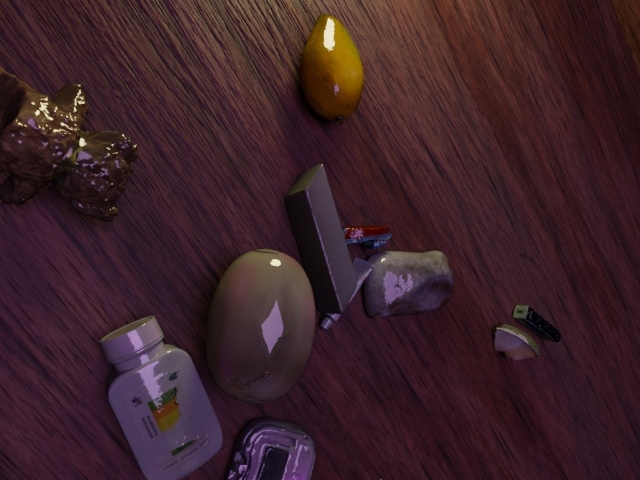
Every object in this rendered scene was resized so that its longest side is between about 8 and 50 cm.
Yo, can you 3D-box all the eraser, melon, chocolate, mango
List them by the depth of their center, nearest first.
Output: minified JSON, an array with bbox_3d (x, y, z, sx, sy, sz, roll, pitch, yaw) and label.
[{"bbox_3d":[-0.122,0.177,0.900,0.223,0.223,0.317,16,77,-29],"label":"melon"},{"bbox_3d":[0.001,0.000,1.058,0.077,0.111,0.352,-19,94,-33],"label":"eraser"},{"bbox_3d":[0.030,-0.444,1.125,0.176,0.119,0.317,7,72,-28],"label":"mango"},{"bbox_3d":[0.258,0.119,1.215,0.303,0.100,0.185,-2,89,-28],"label":"chocolate"},{"bbox_3d":[0.662,0.349,1.428,0.202,0.139,0.093,19,98,-31],"label":"melon"}]

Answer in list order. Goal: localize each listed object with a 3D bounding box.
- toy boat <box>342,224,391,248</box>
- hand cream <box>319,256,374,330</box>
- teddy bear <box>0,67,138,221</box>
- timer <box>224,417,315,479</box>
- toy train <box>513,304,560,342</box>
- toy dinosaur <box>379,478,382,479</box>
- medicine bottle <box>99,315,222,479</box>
[{"bbox_3d":[0.115,-0.007,1.153,0.173,0.069,0.059,-4,100,-37],"label":"toy boat"},{"bbox_3d":[0.060,0.136,1.120,0.052,0.038,0.216,36,68,0],"label":"hand cream"},{"bbox_3d":[-0.498,-0.176,0.766,0.296,0.222,0.246,20,77,17],"label":"teddy bear"},{"bbox_3d":[-0.108,0.512,0.965,0.191,0.069,0.208,23,75,-25],"label":"timer"},{"bbox_3d":[0.763,0.298,1.525,0.234,0.051,0.052,34,69,-28],"label":"toy train"},{"bbox_3d":[0.085,0.768,1.041,0.205,0.092,0.393,21,73,-28],"label":"toy dinosaur"},{"bbox_3d":[-0.311,0.301,0.839,0.161,0.111,0.296,-24,96,-31],"label":"medicine bottle"}]
